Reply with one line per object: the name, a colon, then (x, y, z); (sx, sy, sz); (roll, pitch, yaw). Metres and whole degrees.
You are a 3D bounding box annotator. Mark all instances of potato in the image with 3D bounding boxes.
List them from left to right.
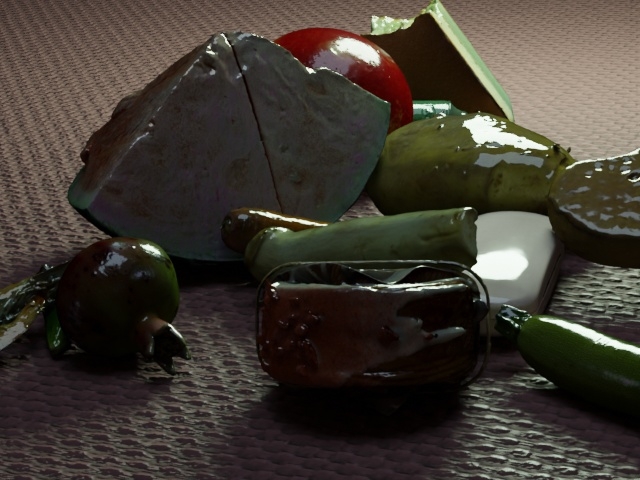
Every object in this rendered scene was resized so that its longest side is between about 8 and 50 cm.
potato: (0.195, -0.077, 2.131); (0.296, 0.141, 0.191); (13, 19, 32)

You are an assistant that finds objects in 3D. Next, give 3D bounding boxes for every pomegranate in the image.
pomegranate: (-0.199, 0.071, 1.775); (0.129, 0.129, 0.159); (-5, 45, -10)

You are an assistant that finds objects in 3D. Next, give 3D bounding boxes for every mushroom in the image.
mushroom: (0.052, 0.017, 1.841); (0.107, 0.087, 0.333); (11, -14, -41)

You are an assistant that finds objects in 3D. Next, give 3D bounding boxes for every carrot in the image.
carrot: (0.000, 0.000, 2.019); (0.247, 0.059, 0.059); (6, 13, -27)

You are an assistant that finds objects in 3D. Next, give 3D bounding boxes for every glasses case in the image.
glasses case: (0.192, 0.032, 1.901); (0.113, 0.075, 0.297); (4, 20, 15)

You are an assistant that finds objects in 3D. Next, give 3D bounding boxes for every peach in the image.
peach: (0.003, -0.173, 2.348); (0.243, 0.200, 0.243); (-4, 28, 2)

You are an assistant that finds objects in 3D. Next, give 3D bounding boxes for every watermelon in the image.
watermelon: (-0.129, -0.084, 2.113); (0.292, 0.319, 0.222); (33, -21, -24)

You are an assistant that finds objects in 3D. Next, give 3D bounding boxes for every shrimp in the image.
shrimp: (-0.320, 0.075, 1.826); (0.180, 0.041, 0.099); (-34, 27, -27)

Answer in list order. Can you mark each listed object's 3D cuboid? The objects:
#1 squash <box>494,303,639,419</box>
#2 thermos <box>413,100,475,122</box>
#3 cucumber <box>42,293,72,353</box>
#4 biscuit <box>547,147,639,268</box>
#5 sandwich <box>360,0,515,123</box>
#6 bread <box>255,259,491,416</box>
squash: (0.259, 0.118, 1.649); (0.066, 0.066, 0.252); (-15, 23, -35)
thermos: (0.124, -0.157, 2.504); (0.187, 0.083, 0.073); (0, 40, 1)
cucumber: (-0.272, 0.079, 1.871); (0.039, 0.039, 0.168); (-5, 21, -9)
biscuit: (0.485, -0.052, 1.914); (0.394, 0.076, 0.368); (-38, 50, -26)
sandwich: (0.173, -0.251, 2.590); (0.220, 0.186, 0.108); (3, 21, 13)
bread: (0.046, 0.088, 1.671); (0.224, 0.142, 0.212); (0, 4, 8)
